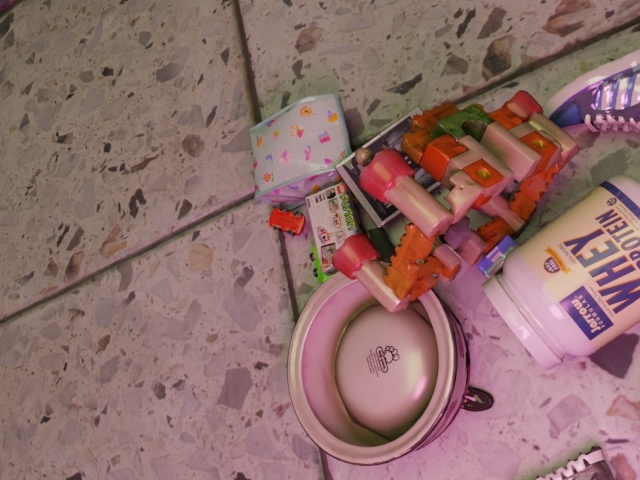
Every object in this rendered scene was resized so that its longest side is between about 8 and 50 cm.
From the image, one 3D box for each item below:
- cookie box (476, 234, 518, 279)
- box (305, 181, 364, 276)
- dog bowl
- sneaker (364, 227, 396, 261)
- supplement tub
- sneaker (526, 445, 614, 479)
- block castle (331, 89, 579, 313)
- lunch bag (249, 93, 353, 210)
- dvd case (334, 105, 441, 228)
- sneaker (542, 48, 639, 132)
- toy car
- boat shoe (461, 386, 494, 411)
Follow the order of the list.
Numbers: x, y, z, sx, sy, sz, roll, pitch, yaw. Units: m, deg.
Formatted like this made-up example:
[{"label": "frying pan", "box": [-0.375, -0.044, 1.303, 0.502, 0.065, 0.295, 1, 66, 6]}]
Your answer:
[{"label": "cookie box", "box": [0.376, 0.046, 1.303, 0.092, 0.107, 0.040, -46, 58, 10]}, {"label": "box", "box": [0.039, -0.030, 1.481, 0.114, 0.036, 0.207, -21, 60, 16]}, {"label": "dog bowl", "box": [0.129, 0.256, 1.324, 0.407, 0.150, 0.409, -15, 65, 36]}, {"label": "sneaker", "box": [0.082, 0.068, 1.488, 0.222, 0.083, 0.118, -30, 57, 7]}, {"label": "supplement tub", "box": [0.487, 0.063, 1.159, 0.324, 0.235, 0.236, -40, 60, 13]}, {"label": "sneaker", "box": [0.433, 0.475, 1.155, 0.234, 0.078, 0.106, -35, 58, 14]}, {"label": "block castle", "box": [0.242, -0.093, 1.196, 0.213, 0.453, 0.303, 47, 145, 25]}, {"label": "lunch bag", "box": [-0.036, -0.223, 1.594, 0.262, 0.160, 0.224, -21, 64, 29]}, {"label": "dvd case", "box": [0.178, -0.168, 1.460, 0.238, 0.029, 0.179, -36, 89, 3]}, {"label": "sneaker", "box": [0.619, -0.231, 1.241, 0.322, 0.130, 0.237, -26, 73, 30]}, {"label": "toy car", "box": [0.000, 0.000, 1.559, 0.238, 0.053, 0.225, -18, 71, 17]}, {"label": "boat shoe", "box": [0.290, 0.323, 1.306, 0.132, 0.042, 0.049, 5, 76, 29]}]
